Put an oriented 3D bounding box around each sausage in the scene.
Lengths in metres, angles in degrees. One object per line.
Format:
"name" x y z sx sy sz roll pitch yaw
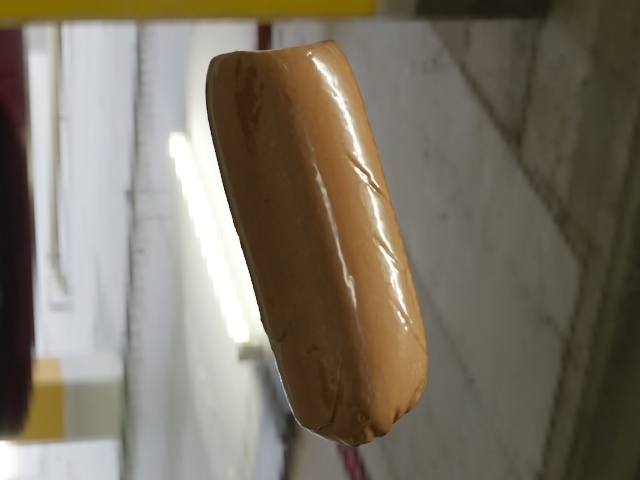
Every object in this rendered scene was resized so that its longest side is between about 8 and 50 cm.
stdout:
"sausage" 0.000 0.001 1.317 0.121 0.121 0.304 -179 -106 -76
